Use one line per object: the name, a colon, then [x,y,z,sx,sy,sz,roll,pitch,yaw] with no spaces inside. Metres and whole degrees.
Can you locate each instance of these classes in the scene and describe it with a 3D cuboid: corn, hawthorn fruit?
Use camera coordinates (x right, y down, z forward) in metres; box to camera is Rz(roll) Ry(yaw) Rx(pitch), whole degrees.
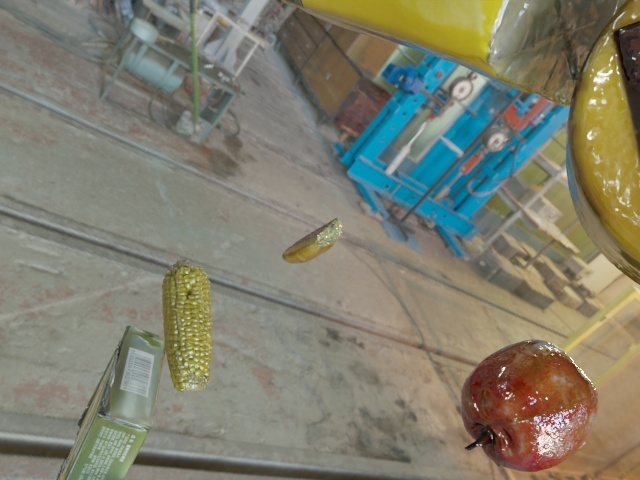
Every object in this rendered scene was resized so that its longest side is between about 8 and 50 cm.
corn: [-0.313,0.193,1.288,0.119,0.119,0.322,18,57,-43]
hawthorn fruit: [0.401,0.349,1.116,0.300,0.254,0.254,-18,58,-34]

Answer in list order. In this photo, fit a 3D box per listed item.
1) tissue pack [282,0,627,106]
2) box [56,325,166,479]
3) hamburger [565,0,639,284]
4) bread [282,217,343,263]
tissue pack: [0.153,-0.351,0.598,0.228,0.293,0.382,4,25,-38]
box: [-0.565,0.500,1.466,0.138,0.420,0.373,24,18,-19]
hamburger: [0.336,-0.079,0.402,0.176,0.300,0.300,1,45,-52]
bread: [-0.008,0.007,1.170,0.054,0.154,0.136,55,-4,-3]
